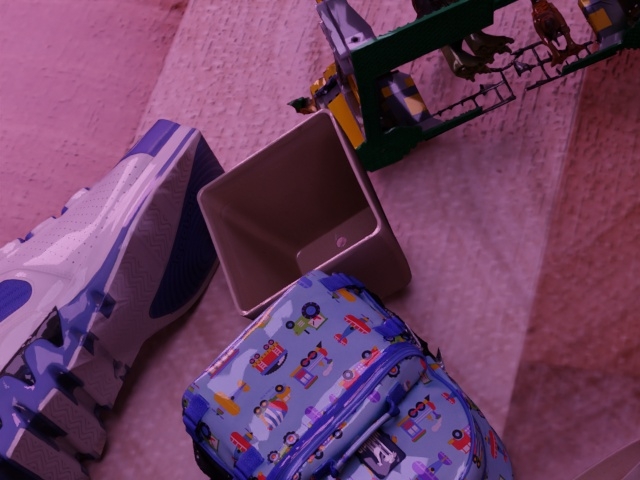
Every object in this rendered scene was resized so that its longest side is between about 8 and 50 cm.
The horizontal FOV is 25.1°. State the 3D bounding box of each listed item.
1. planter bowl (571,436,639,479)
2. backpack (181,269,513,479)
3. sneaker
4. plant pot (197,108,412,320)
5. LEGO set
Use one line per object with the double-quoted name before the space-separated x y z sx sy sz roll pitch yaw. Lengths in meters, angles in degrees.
"planter bowl" 0.152 0.194 0.771 0.162 0.162 0.109 -36 83 -9
"backpack" 0.022 0.125 0.864 0.158 0.117 0.173 -40 59 -11
"sneaker" -0.205 0.039 0.975 0.182 0.127 0.315 20 66 23
"plant pot" 0.000 0.000 0.953 0.109 0.096 0.109 -32 53 14
"LEGO set" 0.098 -0.211 0.979 0.331 0.255 0.192 -27 71 6
